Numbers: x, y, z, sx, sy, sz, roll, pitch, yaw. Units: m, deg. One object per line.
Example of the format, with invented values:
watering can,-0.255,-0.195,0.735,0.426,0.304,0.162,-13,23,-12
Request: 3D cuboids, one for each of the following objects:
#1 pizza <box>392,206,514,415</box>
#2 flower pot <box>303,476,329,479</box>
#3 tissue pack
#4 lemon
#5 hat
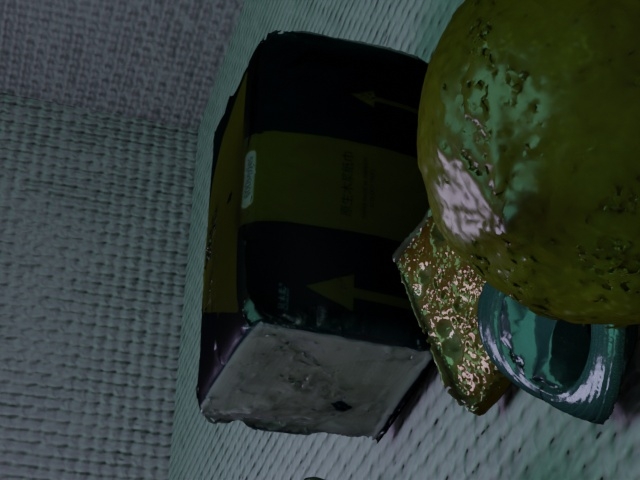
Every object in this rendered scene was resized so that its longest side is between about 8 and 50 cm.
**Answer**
pizza,0.168,0.036,1.510,0.204,0.080,0.188,-57,48,39
flower pot,0.049,0.354,1.448,0.209,0.189,0.239,138,146,-63
tissue pack,0.000,0.000,1.867,0.264,0.253,0.417,118,157,-55
lemon,0.199,-0.084,1.022,0.310,0.258,0.258,-57,-6,-40
hat,0.211,0.070,1.280,0.191,0.077,0.138,20,108,59
